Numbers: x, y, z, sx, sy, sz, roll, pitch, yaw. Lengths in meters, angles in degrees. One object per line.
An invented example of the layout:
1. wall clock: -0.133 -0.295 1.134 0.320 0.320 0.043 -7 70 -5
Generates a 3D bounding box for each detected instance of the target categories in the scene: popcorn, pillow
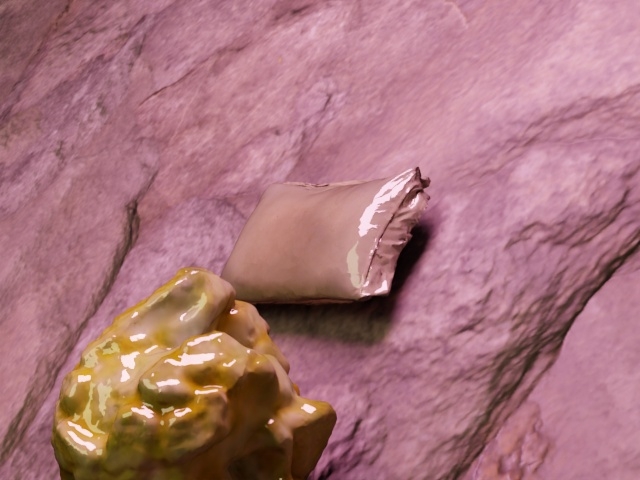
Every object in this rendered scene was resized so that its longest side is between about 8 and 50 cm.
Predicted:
1. popcorn: -0.086 0.127 1.136 0.167 0.185 0.187 -45 24 8
2. pillow: 0.000 0.000 1.298 0.208 0.053 0.119 -5 47 52
